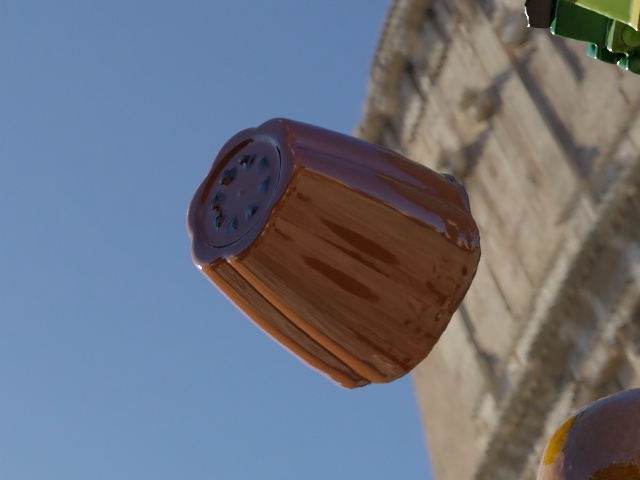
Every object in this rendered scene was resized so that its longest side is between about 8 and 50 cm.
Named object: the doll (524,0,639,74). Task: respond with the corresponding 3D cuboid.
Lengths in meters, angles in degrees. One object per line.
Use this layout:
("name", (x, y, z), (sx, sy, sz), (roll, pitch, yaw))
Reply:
("doll", (0.163, -0.129, 0.931), (0.134, 0.186, 0.106), (-18, -56, -43))

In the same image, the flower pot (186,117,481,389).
("flower pot", (0.000, 0.000, 1.510), (0.173, 0.190, 0.190), (29, -64, -35))

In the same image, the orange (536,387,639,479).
("orange", (0.205, 0.170, 1.206), (0.159, 0.159, 0.136), (7, -43, -24))
